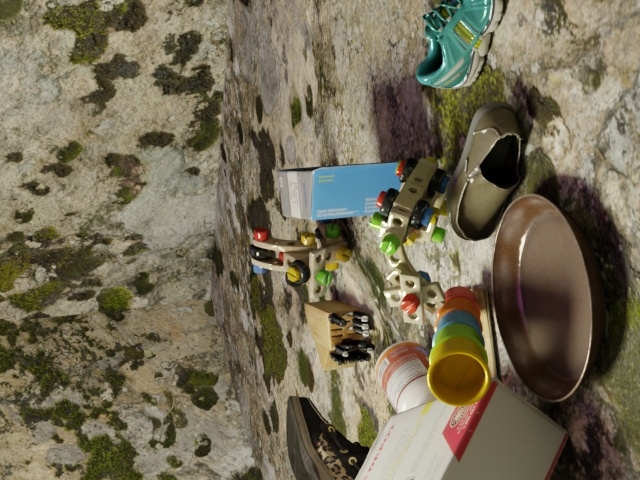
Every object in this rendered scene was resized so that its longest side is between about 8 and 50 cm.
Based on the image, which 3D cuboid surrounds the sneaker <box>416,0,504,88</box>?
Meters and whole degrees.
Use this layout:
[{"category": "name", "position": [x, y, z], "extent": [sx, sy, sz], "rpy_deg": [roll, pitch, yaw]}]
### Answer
[{"category": "sneaker", "position": [0.225, -0.360, 1.704], "extent": [0.107, 0.110, 0.275], "rpy_deg": [-112, 23, -44]}]

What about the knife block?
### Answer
[{"category": "knife block", "position": [0.048, 0.196, 2.566], "extent": [0.242, 0.088, 0.276], "rpy_deg": [103, 156, -47]}]

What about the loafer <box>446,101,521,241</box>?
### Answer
[{"category": "loafer", "position": [0.266, -0.096, 1.682], "extent": [0.087, 0.094, 0.251], "rpy_deg": [-111, 21, -53]}]

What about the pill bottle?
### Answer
[{"category": "pill bottle", "position": [0.193, 0.293, 2.021], "extent": [0.216, 0.121, 0.121], "rpy_deg": [-125, 33, -61]}]

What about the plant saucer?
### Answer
[{"category": "plant saucer", "position": [0.342, 0.083, 1.562], "extent": [0.310, 0.050, 0.311], "rpy_deg": [174, 90, -73]}]

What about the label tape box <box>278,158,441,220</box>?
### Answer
[{"category": "label tape box", "position": [0.072, -0.101, 2.090], "extent": [0.333, 0.240, 0.106], "rpy_deg": [-169, 74, -74]}]

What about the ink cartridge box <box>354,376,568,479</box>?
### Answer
[{"category": "ink cartridge box", "position": [0.193, 0.408, 1.699], "extent": [0.279, 0.160, 0.384], "rpy_deg": [-59, 8, -25]}]

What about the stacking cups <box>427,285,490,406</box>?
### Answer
[{"category": "stacking cups", "position": [0.218, 0.151, 1.691], "extent": [0.316, 0.096, 0.096], "rpy_deg": [-76, -13, -69]}]

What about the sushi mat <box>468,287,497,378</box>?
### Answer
[{"category": "sushi mat", "position": [0.284, 0.244, 1.876], "extent": [0.151, 0.019, 0.316], "rpy_deg": [157, 107, -75]}]

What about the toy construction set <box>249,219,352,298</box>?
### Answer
[{"category": "toy construction set", "position": [0.000, 0.000, 2.536], "extent": [0.237, 0.257, 0.309], "rpy_deg": [29, 102, 50]}]

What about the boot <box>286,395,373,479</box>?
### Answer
[{"category": "boot", "position": [0.097, 0.437, 2.117], "extent": [0.377, 0.284, 0.138], "rpy_deg": [-125, 32, -57]}]

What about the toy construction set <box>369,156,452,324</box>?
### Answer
[{"category": "toy construction set", "position": [0.157, -0.020, 1.811], "extent": [0.328, 0.151, 0.215], "rpy_deg": [-78, 0, -50]}]
